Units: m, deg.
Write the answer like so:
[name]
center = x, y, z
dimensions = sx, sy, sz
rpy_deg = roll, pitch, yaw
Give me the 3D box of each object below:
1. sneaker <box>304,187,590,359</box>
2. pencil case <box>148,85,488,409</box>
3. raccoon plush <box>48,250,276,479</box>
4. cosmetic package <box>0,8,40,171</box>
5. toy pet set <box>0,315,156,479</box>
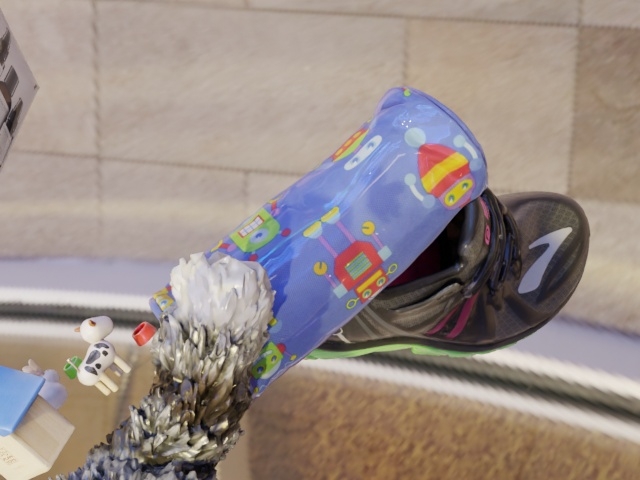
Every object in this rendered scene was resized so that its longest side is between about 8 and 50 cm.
[sneaker]
center = 0.141, 0.020, 1.739
dimensions = 0.202, 0.482, 0.185
rpy_deg = -39, 69, 44
[pencil case]
center = 0.000, 0.000, 1.344
dimensions = 0.306, 0.133, 0.119
rpy_deg = -42, 129, -8
[raccoon plush]
center = -0.105, 0.261, 1.131
dimensions = 0.299, 0.216, 0.446
rpy_deg = 40, 124, 52
[cosmetic package]
center = -0.254, -0.151, 1.014
dimensions = 0.060, 0.099, 0.239
rpy_deg = -4, 135, 17
[toy pet set]
center = -0.175, 0.085, 0.970
dimensions = 0.065, 0.114, 0.122
rpy_deg = 45, 135, -18
